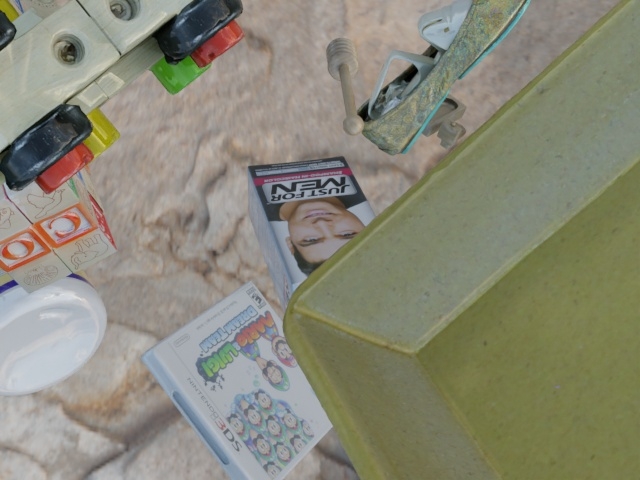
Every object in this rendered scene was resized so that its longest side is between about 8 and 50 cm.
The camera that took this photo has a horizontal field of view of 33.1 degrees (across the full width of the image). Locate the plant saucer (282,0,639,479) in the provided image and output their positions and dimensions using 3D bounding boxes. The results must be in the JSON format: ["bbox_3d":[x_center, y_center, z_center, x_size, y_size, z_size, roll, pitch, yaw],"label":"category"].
[{"bbox_3d":[0.167,0.028,0.489,0.333,0.333,0.081,-42,123,5],"label":"plant saucer"}]

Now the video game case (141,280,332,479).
[{"bbox_3d":[-0.056,0.118,0.878,0.019,0.157,0.143,-38,88,32],"label":"video game case"}]

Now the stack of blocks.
[{"bbox_3d":[-0.280,-0.125,0.909,0.087,0.297,0.171,-26,150,-1],"label":"stack of blocks"}]

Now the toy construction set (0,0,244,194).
[{"bbox_3d":[-0.160,-0.088,0.572,0.151,0.215,0.328,37,68,-18],"label":"toy construction set"}]

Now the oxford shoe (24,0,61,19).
[{"bbox_3d":[-0.441,-0.357,1.575,0.397,0.140,0.147,21,91,-29],"label":"oxford shoe"}]

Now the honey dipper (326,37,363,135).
[{"bbox_3d":[0.022,-0.137,0.968,0.030,0.161,0.031,-1,124,-1],"label":"honey dipper"}]

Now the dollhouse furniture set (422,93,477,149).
[{"bbox_3d":[0.265,-0.233,1.872,0.151,0.144,0.123,40,135,20],"label":"dollhouse furniture set"}]

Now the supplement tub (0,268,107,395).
[{"bbox_3d":[-0.525,0.066,1.789,0.241,0.331,0.241,-24,142,-20],"label":"supplement tub"}]

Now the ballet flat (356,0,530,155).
[{"bbox_3d":[0.168,-0.270,1.602,0.123,0.123,0.348,31,125,-13],"label":"ballet flat"}]

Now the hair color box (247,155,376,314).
[{"bbox_3d":[0.000,0.000,1.834,0.185,0.374,0.114,-7,125,-12],"label":"hair color box"}]
